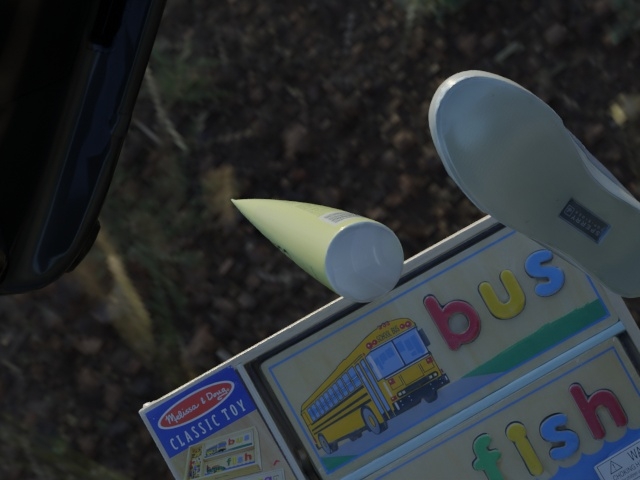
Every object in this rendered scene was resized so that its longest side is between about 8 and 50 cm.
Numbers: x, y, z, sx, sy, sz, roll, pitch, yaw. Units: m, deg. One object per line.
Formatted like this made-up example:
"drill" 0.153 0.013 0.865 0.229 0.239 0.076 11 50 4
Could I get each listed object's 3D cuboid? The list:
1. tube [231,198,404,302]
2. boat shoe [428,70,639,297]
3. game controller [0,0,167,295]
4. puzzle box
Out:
"tube" 0.000 0.000 1.397 0.062 0.070 0.240 -29 16 -11
"boat shoe" 0.145 -0.041 1.201 0.079 0.227 0.081 -51 30 4
"game controller" -0.083 -0.117 0.558 0.067 0.166 0.319 25 109 17
"puzzle box" 0.087 0.160 1.516 0.409 0.052 0.272 -30 88 -3
